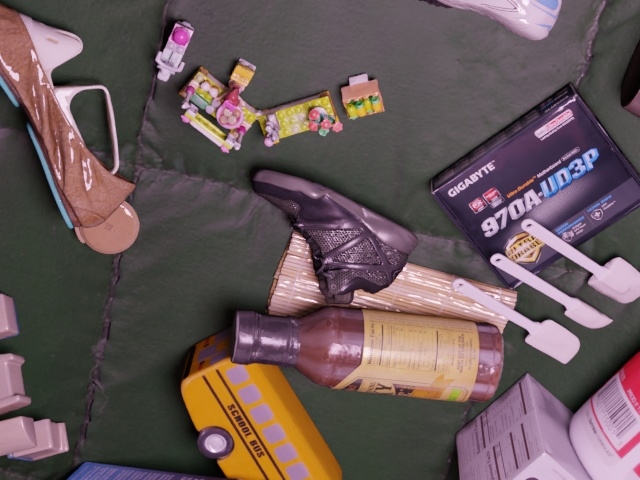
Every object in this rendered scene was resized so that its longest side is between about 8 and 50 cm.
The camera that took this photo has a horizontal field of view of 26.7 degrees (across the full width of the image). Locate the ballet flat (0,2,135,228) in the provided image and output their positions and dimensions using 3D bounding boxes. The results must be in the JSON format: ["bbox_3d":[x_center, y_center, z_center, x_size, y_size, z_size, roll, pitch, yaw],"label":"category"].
[{"bbox_3d":[-0.328,-0.178,1.661,0.124,0.116,0.342,-28,109,-7],"label":"ballet flat"}]

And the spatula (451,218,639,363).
[{"bbox_3d":[0.298,0.061,1.742,0.242,0.019,0.168,31,118,-32],"label":"spatula"}]

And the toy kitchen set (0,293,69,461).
[{"bbox_3d":[-0.443,0.198,1.850,0.122,0.166,0.207,-14,76,8],"label":"toy kitchen set"}]

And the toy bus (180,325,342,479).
[{"bbox_3d":[-0.073,0.283,1.846,0.130,0.108,0.332,-26,110,11],"label":"toy bus"}]

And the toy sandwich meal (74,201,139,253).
[{"bbox_3d":[-0.278,-0.021,1.765,0.086,0.029,0.085,-1,106,-5],"label":"toy sandwich meal"}]

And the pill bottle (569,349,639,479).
[{"bbox_3d":[0.531,0.178,1.707,0.229,0.229,0.407,37,110,-13],"label":"pill bottle"}]

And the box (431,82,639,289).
[{"bbox_3d":[0.278,-0.065,1.707,0.220,0.051,0.175,-34,109,16],"label":"box"}]

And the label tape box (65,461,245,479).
[{"bbox_3d":[-0.240,0.415,1.762,0.348,0.249,0.115,1,118,33],"label":"label tape box"}]

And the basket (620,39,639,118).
[{"bbox_3d":[0.487,-0.178,1.600,0.227,0.154,0.204,21,112,-3],"label":"basket"}]

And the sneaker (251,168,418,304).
[{"bbox_3d":[0.000,0.000,1.713,0.228,0.087,0.130,29,85,-14],"label":"sneaker"}]

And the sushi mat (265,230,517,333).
[{"bbox_3d":[0.089,0.095,1.804,0.317,0.019,0.151,15,114,-4],"label":"sushi mat"}]

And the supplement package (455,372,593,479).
[{"bbox_3d":[0.325,0.348,1.804,0.262,0.204,0.145,41,110,-15],"label":"supplement package"}]

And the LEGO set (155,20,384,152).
[{"bbox_3d":[-0.068,-0.162,1.649,0.287,0.107,0.132,17,113,-5],"label":"LEGO set"}]

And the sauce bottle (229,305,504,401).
[{"bbox_3d":[0.057,0.140,1.735,0.345,0.111,0.111,7,114,-8],"label":"sauce bottle"}]

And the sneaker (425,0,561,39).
[{"bbox_3d":[0.172,-0.313,1.596,0.237,0.085,0.086,21,87,-3],"label":"sneaker"}]
